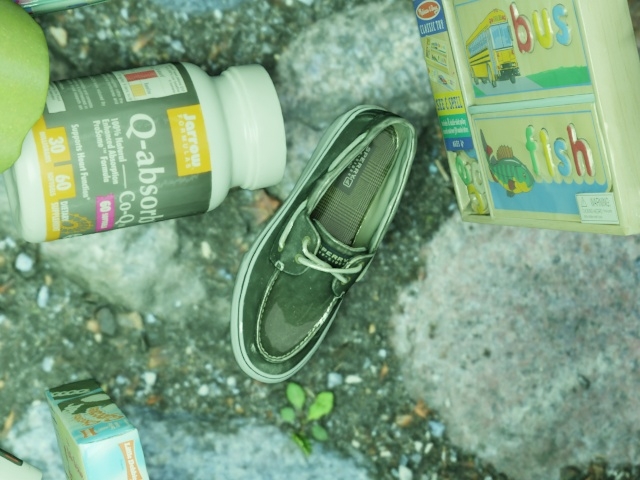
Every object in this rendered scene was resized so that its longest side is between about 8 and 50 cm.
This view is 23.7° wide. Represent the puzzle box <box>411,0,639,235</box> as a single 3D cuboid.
[{"bbox_3d":[0.214,-0.148,1.578,0.052,0.409,0.272,-15,96,-16],"label":"puzzle box"}]

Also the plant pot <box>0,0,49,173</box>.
[{"bbox_3d":[-0.400,-0.162,1.397,0.254,0.276,0.276,14,89,-49],"label":"plant pot"}]

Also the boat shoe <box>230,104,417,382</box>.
[{"bbox_3d":[0.000,0.000,1.668,0.121,0.119,0.335,24,85,-17],"label":"boat shoe"}]

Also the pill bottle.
[{"bbox_3d":[-0.186,-0.098,1.584,0.278,0.162,0.162,-11,96,-16],"label":"pill bottle"}]

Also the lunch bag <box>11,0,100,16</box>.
[{"bbox_3d":[-0.303,-0.371,1.560,0.224,0.108,0.279,-15,96,-11],"label":"lunch bag"}]

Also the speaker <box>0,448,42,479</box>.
[{"bbox_3d":[-0.362,0.235,1.601,0.136,0.055,0.055,32,83,-16],"label":"speaker"}]

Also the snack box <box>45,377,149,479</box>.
[{"bbox_3d":[-0.210,0.252,1.510,0.060,0.322,0.187,-14,97,-14],"label":"snack box"}]
